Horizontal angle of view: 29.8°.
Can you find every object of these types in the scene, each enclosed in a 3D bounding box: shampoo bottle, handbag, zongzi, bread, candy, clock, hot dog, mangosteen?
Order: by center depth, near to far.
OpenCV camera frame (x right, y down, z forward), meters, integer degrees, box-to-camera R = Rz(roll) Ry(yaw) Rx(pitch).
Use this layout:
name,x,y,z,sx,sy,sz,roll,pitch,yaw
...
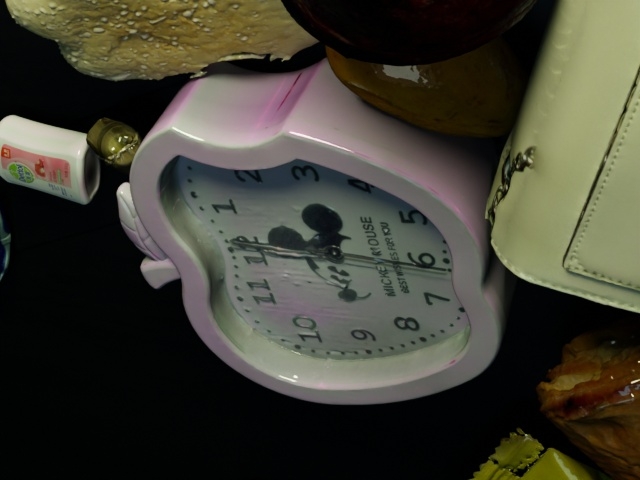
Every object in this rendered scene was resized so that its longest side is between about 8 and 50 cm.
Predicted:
name,x,y,z,sx,sy,sz,roll,pitch,yaw
mangosteen,0.056,-0.210,0.695,0.216,0.216,0.216,13,138,12
handbag,0.251,-0.113,0.721,0.237,0.160,0.358,10,138,0
bread,-0.112,-0.177,0.859,0.251,0.039,0.182,-7,157,22
clock,0.000,0.000,1.007,0.339,0.102,0.338,14,139,12
hot dog,0.317,0.168,1.028,0.272,0.122,0.196,37,140,-21
zongzi,-0.158,-0.066,1.035,0.083,0.040,0.076,47,174,-29
shampoo bottle,-0.252,-0.075,1.083,0.099,0.043,0.072,15,139,8
candy,0.287,0.292,1.201,0.297,0.081,0.187,23,140,-4

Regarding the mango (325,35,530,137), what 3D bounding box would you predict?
name,x,y,z,sx,sy,sz,roll,pitch,yaw
mango,0.080,-0.122,0.841,0.165,0.089,0.115,27,169,-11

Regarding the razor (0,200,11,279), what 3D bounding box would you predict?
name,x,y,z,sx,sy,sz,roll,pitch,yaw
razor,-0.328,0.003,1.217,0.028,0.044,0.154,-1,140,-18
